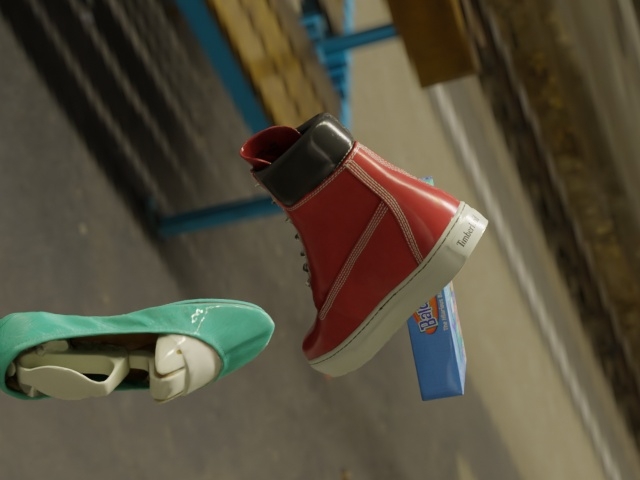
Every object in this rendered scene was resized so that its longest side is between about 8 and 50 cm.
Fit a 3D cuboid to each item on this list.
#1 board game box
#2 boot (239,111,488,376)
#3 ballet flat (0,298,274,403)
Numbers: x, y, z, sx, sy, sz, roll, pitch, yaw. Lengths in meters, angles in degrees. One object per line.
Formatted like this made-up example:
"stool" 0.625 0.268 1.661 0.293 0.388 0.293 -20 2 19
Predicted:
"board game box" 0.112 0.047 1.792 0.160 0.047 0.210 -52 132 -80
"boot" 0.000 0.000 1.295 0.176 0.244 0.088 34 54 -3
"ballet flat" -0.161 0.104 1.449 0.087 0.247 0.083 -95 -176 -51
